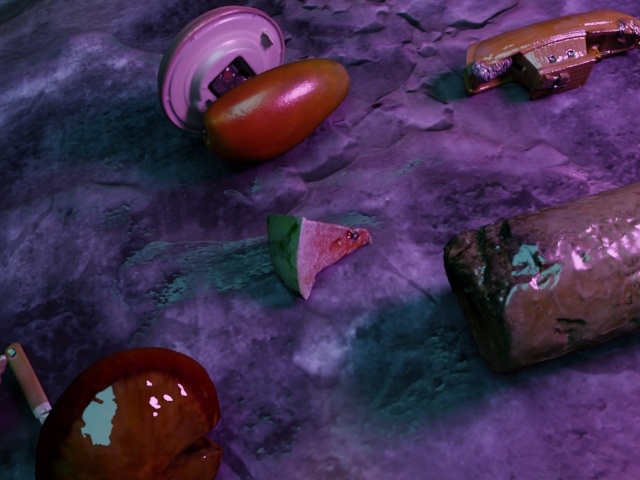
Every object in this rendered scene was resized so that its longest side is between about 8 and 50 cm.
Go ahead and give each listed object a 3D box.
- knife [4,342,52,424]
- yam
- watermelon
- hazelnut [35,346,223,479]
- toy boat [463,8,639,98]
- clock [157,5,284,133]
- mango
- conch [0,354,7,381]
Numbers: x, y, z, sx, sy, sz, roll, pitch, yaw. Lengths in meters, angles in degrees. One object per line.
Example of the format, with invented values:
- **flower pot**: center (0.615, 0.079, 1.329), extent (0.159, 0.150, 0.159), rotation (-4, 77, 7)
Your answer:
- **knife**: center (-0.378, 0.249, 0.854), extent (0.047, 0.017, 0.298), rotation (-33, 58, -18)
- **yam**: center (0.315, 0.044, 0.760), extent (0.300, 0.195, 0.195), rotation (-16, 57, -3)
- **watermelon**: center (-0.014, -0.012, 0.908), extent (0.158, 0.121, 0.098), rotation (-37, 38, -19)
- **hazelnut**: center (-0.233, 0.252, 0.727), extent (0.217, 0.217, 0.251), rotation (10, 84, 16)
- **toy boat**: center (0.404, -0.316, 1.038), extent (0.321, 0.089, 0.121), rotation (-14, 62, -1)
- **clock**: center (-0.162, -0.281, 1.018), extent (0.244, 0.244, 0.056), rotation (-35, 67, -12)
- **mango**: center (-0.066, -0.228, 1.026), extent (0.289, 0.146, 0.129), rotation (-37, 57, -14)
- **conch**: center (-0.589, 0.259, 0.802), extent (0.386, 0.169, 0.203), rotation (-24, 32, -8)
